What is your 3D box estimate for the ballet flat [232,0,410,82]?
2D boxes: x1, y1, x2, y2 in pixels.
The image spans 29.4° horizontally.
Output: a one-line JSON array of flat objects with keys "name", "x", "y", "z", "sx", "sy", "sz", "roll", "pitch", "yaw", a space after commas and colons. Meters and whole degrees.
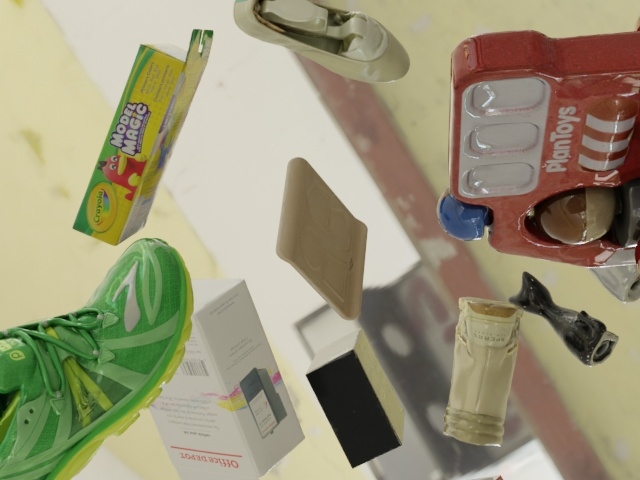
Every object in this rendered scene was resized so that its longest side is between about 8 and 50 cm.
[{"name": "ballet flat", "x": 0.012, "y": -0.262, "z": 1.539, "sx": 0.248, "sy": 0.086, "sz": 0.086, "roll": 13, "pitch": -155, "yaw": -17}]

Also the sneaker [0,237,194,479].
[{"name": "sneaker", "x": -0.211, "y": 0.108, "z": 0.980, "sx": 0.109, "sy": 0.295, "sz": 0.123, "roll": 17, "pitch": 152, "yaw": 43}]

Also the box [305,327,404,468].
[{"name": "box", "x": 0.066, "y": 0.273, "z": 2.160, "sx": 0.184, "sy": 0.103, "sz": 0.261, "roll": 61, "pitch": -174, "yaw": -1}]

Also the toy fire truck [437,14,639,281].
[{"name": "toy fire truck", "x": 0.220, "y": -0.066, "z": 0.961, "sx": 0.302, "sy": 0.253, "sz": 0.169, "roll": 83, "pitch": -175, "yaw": -62}]

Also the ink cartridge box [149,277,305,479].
[{"name": "ink cartridge box", "x": -0.160, "y": 0.239, "z": 1.870, "sx": 0.119, "sy": 0.207, "sz": 0.353, "roll": -36, "pitch": -66, "yaw": -42}]

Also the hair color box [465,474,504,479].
[{"name": "hair color box", "x": 0.221, "y": 0.399, "z": 1.854, "sx": 0.043, "sy": 0.072, "sz": 0.141, "roll": 58, "pitch": 145, "yaw": -4}]

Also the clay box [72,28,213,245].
[{"name": "clay box", "x": -0.172, "y": -0.112, "z": 1.210, "sx": 0.053, "sy": 0.222, "sz": 0.127, "roll": 22, "pitch": -170, "yaw": 1}]

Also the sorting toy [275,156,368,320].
[{"name": "sorting toy", "x": 0.000, "y": 0.000, "z": 1.900, "sx": 0.208, "sy": 0.038, "sz": 0.193, "roll": 43, "pitch": -138, "yaw": -42}]

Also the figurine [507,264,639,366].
[{"name": "figurine", "x": 0.450, "y": 0.078, "z": 2.156, "sx": 0.209, "sy": 0.215, "sz": 0.092, "roll": 37, "pitch": -156, "yaw": 33}]

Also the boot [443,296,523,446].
[{"name": "boot", "x": 0.231, "y": 0.186, "z": 1.735, "sx": 0.262, "sy": 0.095, "sz": 0.203, "roll": 18, "pitch": -100, "yaw": -83}]
